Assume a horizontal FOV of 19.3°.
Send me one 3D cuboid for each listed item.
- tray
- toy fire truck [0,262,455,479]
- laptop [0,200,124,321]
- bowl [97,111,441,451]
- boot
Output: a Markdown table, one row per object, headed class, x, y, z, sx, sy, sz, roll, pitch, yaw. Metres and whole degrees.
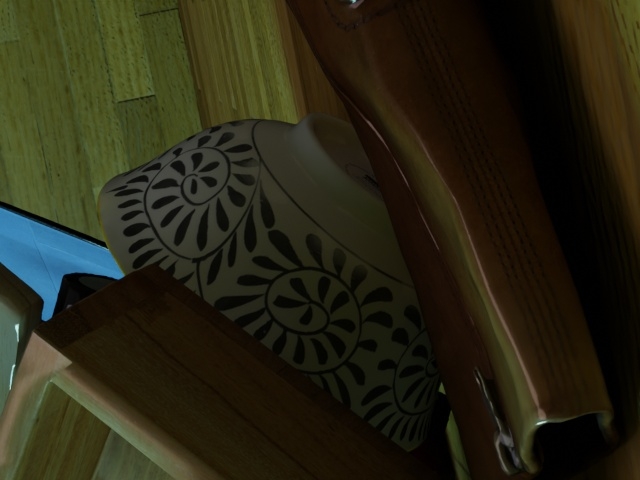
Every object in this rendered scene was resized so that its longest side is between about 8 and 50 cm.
| class | x | y | z | sx | sy | sz | roll | pitch | yaw |
| --- | --- | --- | --- | --- | --- | --- | --- | --- | --- |
| tray | -0.066 | 0.228 | 0.708 | 0.203 | 0.076 | 0.411 | 36 | 125 | 17 |
| toy fire truck | -0.070 | 0.083 | 0.785 | 0.246 | 0.217 | 0.158 | -8 | -65 | -72 |
| laptop | -0.057 | 0.180 | 1.096 | 0.382 | 0.236 | 0.408 | 95 | 162 | -75 |
| bowl | 0.000 | 0.000 | 0.774 | 0.080 | 0.170 | 0.170 | -52 | 27 | 18 |
| boot | 0.015 | -0.075 | 0.528 | 0.264 | 0.096 | 0.280 | 92 | 164 | -68 |
